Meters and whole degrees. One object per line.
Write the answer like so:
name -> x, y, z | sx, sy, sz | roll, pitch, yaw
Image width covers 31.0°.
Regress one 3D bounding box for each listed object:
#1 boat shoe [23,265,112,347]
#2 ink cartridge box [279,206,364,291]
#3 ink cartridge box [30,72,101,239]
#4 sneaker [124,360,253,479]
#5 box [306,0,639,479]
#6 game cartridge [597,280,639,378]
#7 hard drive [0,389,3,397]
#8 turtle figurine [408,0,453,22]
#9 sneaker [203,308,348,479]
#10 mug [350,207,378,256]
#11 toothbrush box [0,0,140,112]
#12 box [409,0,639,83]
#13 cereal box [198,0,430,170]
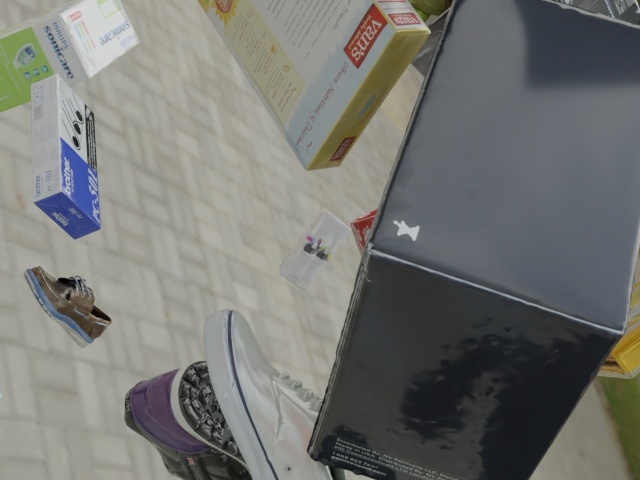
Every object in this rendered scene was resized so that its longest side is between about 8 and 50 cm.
boat shoe -> -0.357, 0.082, 1.642 | 0.066, 0.066, 0.183 | 53, -5, 34
ink cartridge box -> 0.000, 0.000, 2.126 | 0.061, 0.181, 0.104 | 37, 3, -6
ink cartridge box -> -0.340, -0.113, 1.534 | 0.097, 0.046, 0.207 | 53, 21, -52
sneaker -> -0.104, 0.241, 1.299 | 0.283, 0.124, 0.107 | 51, 41, -27
box -> 0.130, 0.011, 0.903 | 0.294, 0.183, 0.296 | 101, 8, -53
game cartridge -> 0.501, 0.080, 1.650 | 0.052, 0.324, 0.285 | 52, -8, 0
hard drive -> -0.565, 0.089, 1.368 | 0.353, 0.233, 0.047 | 60, 13, -6
turtle figurine -> 0.123, -0.266, 1.281 | 0.087, 0.217, 0.269 | 30, -28, 59
sneaker -> -0.023, 0.165, 1.010 | 0.258, 0.091, 0.094 | 65, 6, 23
mug -> 0.109, 0.034, 1.698 | 0.169, 0.113, 0.150 | 67, -14, -7
toothbrush box -> -0.491, -0.322, 2.005 | 0.122, 0.283, 0.206 | 67, 26, -19
box -> 0.261, -0.191, 1.329 | 0.307, 0.242, 0.076 | 43, 9, -50
cereal box -> -0.018, -0.206, 1.027 | 0.047, 0.173, 0.240 | -11, 59, -40
